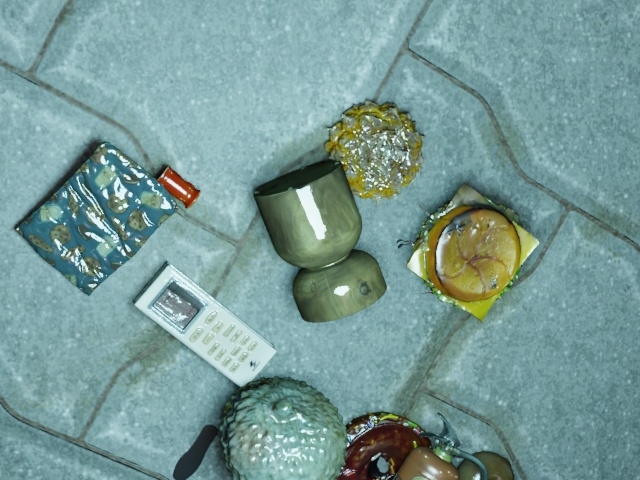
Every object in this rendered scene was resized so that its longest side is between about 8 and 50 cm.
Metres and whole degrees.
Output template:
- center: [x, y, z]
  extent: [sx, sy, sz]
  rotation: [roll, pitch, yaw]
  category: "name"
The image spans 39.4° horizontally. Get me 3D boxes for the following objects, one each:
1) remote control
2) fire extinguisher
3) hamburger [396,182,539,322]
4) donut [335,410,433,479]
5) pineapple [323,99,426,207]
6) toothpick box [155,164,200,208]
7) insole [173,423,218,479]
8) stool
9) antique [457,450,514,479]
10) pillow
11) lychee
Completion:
- center: [-0.222, 0.167, 1.737]
  extent: [0.277, 0.055, 0.103]
  rotation: [41, 88, -17]
  category: "remote control"
- center: [0.199, 0.535, 1.799]
  extent: [0.200, 0.113, 0.376]
  rotation: [29, 92, -43]
  category: "fire extinguisher"
- center: [0.288, 0.018, 1.788]
  extent: [0.262, 0.139, 0.243]
  rotation: [40, 88, -17]
  category: "hamburger"
- center: [0.117, 0.458, 1.856]
  extent: [0.235, 0.089, 0.235]
  rotation: [-3, 102, -13]
  category: "donut"
- center: [0.114, -0.172, 1.746]
  extent: [0.225, 0.076, 0.224]
  rotation: [-2, 99, -12]
  category: "pineapple"
- center: [-0.268, -0.100, 1.682]
  extent: [0.083, 0.047, 0.047]
  rotation: [39, 90, -18]
  category: "toothpick box"
- center: [-0.252, 0.429, 1.806]
  extent: [0.045, 0.002, 0.135]
  rotation: [32, 92, -18]
  category: "insole"
- center: [0.000, 0.000, 1.696]
  extent: [0.179, 0.179, 0.264]
  rotation: [-23, 104, -8]
  category: "stool"
- center: [0.305, 0.550, 1.904]
  extent: [0.257, 0.121, 0.143]
  rotation: [-26, 98, -8]
  category: "antique"
- center: [-0.409, -0.040, 1.648]
  extent: [0.255, 0.034, 0.189]
  rotation: [-43, 107, 7]
  category: "pillow"
- center: [-0.075, 0.389, 1.713]
  extent: [0.255, 0.255, 0.274]
  rotation: [1, 140, -14]
  category: "lychee"
